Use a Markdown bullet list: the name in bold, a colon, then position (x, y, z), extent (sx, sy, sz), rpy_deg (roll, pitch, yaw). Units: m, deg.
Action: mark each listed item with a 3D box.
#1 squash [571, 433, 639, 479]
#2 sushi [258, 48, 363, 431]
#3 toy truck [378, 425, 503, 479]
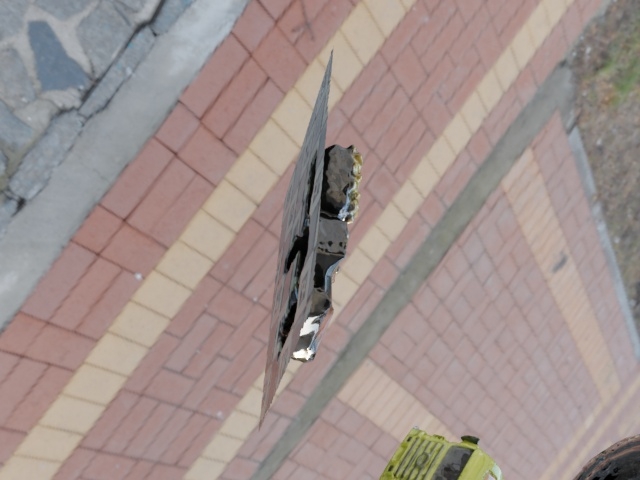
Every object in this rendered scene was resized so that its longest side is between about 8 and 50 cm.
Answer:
- **squash**: position (0.217, 0.188, 0.433), extent (0.156, 0.193, 0.193), rpy_deg (-44, 144, -6)
- **sushi**: position (0.000, 0.000, 0.675), extent (0.043, 0.279, 0.192), rpy_deg (12, 136, -8)
- **toy truck**: position (0.168, 0.362, 0.963), extent (0.124, 0.157, 0.272), rpy_deg (-45, 127, -45)
